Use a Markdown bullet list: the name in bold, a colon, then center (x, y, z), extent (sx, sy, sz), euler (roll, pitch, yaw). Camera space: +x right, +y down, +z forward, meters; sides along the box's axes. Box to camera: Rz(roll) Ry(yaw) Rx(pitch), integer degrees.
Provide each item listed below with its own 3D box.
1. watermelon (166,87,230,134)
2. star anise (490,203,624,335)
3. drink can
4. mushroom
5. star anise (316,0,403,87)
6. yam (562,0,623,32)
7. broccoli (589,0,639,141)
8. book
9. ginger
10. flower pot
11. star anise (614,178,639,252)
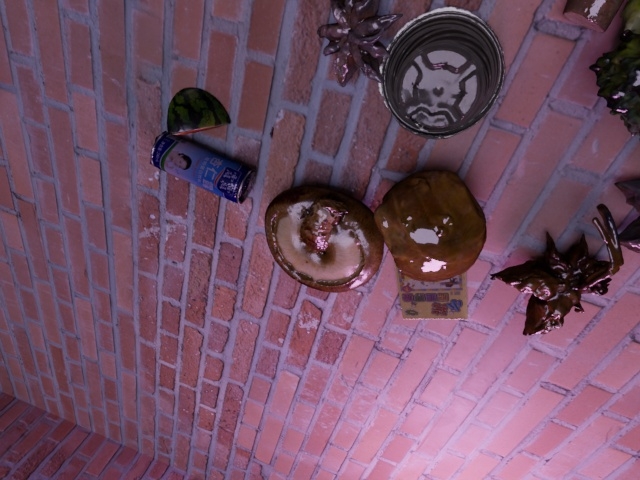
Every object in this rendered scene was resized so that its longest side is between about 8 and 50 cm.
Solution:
- **watermelon**: center (-0.280, -0.279, 0.937), extent (0.136, 0.125, 0.094), euler (12, 155, -10)
- **star anise**: center (0.504, 0.064, 0.836), extent (0.238, 0.148, 0.346), euler (13, 136, 6)
- **drink can**: center (-0.283, -0.176, 0.978), extent (0.236, 0.097, 0.097), euler (24, 124, 2)
- **mushroom**: center (0.007, -0.012, 0.943), extent (0.297, 0.163, 0.278), euler (26, 137, 10)
- **star anise**: center (0.056, -0.376, 0.738), extent (0.182, 0.065, 0.195), euler (41, 138, 29)
- **yam**: center (0.442, -0.400, 0.618), extent (0.084, 0.084, 0.127), euler (25, 121, 2)
- **broccoli**: center (0.572, -0.240, 0.523), extent (0.349, 0.293, 0.280), euler (17, 128, 15)
- **book**: center (0.283, 0.123, 1.024), extent (0.168, 0.013, 0.192), euler (-4, 119, 19)
- **ginger**: center (0.236, -0.014, 0.834), extent (0.201, 0.223, 0.269), euler (-21, 106, 14)
- **flower pot**: center (0.213, -0.284, 0.726), extent (0.236, 0.140, 0.235), euler (9, 124, 14)
- **star anise**: center (0.706, -0.049, 0.722), extent (0.333, 0.117, 0.331), euler (9, 118, 17)
